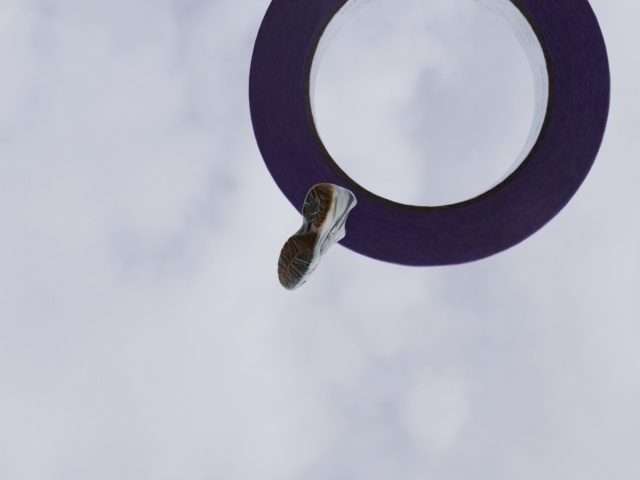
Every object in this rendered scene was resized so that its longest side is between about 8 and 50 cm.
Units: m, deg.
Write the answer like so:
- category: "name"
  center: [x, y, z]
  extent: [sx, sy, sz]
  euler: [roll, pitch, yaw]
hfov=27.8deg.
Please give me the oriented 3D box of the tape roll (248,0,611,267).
- category: "tape roll"
  center: [0.083, -0.116, 1.020]
  extent: [0.275, 0.090, 0.274]
  euler: [0, -89, 3]

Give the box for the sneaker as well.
- category: "sneaker"
  center: [0.000, 0.000, 0.897]
  extent: [0.032, 0.037, 0.083]
  euler: [44, -63, 36]
